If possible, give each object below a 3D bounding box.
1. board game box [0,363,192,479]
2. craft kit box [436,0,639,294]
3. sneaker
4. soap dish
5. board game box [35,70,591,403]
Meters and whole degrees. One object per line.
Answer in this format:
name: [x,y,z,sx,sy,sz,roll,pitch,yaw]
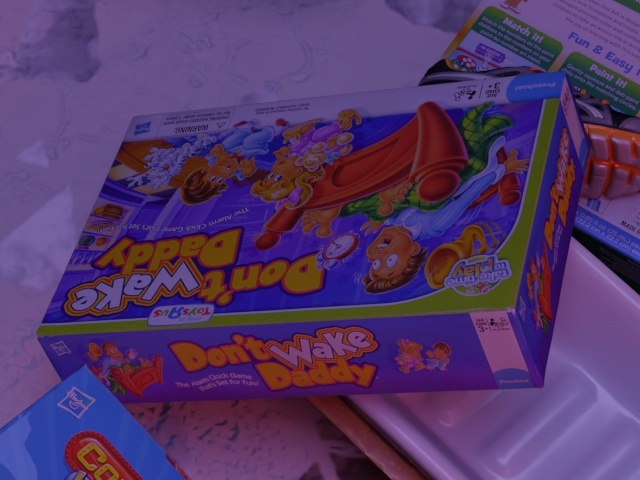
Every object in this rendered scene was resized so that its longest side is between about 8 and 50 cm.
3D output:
board game box: [-0.073,0.264,1.191,0.086,0.308,0.302,-38,70,-19]
craft kit box: [0.222,-0.112,1.532,0.250,0.061,0.247,31,69,14]
sneaker: [0.168,-0.091,1.447,0.214,0.084,0.083,10,58,5]
soap dish: [0.156,0.130,1.369,0.229,0.118,0.291,-40,70,-19]
board game box: [0.000,0.000,1.354,0.347,0.078,0.233,-4,43,22]
